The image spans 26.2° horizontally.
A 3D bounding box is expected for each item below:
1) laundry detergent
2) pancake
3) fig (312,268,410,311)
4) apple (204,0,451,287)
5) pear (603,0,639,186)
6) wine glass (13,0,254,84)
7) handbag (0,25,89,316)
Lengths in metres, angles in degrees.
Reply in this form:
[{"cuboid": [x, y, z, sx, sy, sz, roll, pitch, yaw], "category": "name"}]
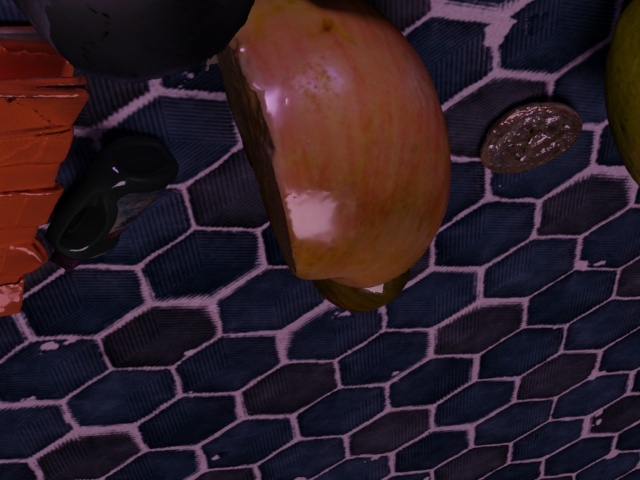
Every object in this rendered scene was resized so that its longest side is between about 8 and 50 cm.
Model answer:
[{"cuboid": [-0.277, -0.033, 1.689, 0.221, 0.078, 0.144, -44, 167, 31], "category": "laundry detergent"}, {"cuboid": [0.298, -0.147, 1.948, 0.158, 0.028, 0.158, -15, 148, -9], "category": "pancake"}, {"cuboid": [0.000, 0.000, 1.890, 0.259, 0.151, 0.151, 26, 126, -24], "category": "fig"}, {"cuboid": [0.006, -0.118, 1.544, 0.314, 0.309, 0.252, 10, 134, -44], "category": "apple"}, {"cuboid": [0.552, -0.180, 1.746, 0.391, 0.391, 0.391, -16, 147, -11], "category": "pear"}, {"cuboid": [-0.175, -0.301, 1.152, 0.238, 0.323, 0.238, -17, 150, -10], "category": "wine glass"}, {"cuboid": [-0.439, -0.061, 1.531, 0.303, 0.116, 0.410, -6, 144, -31], "category": "handbag"}]
